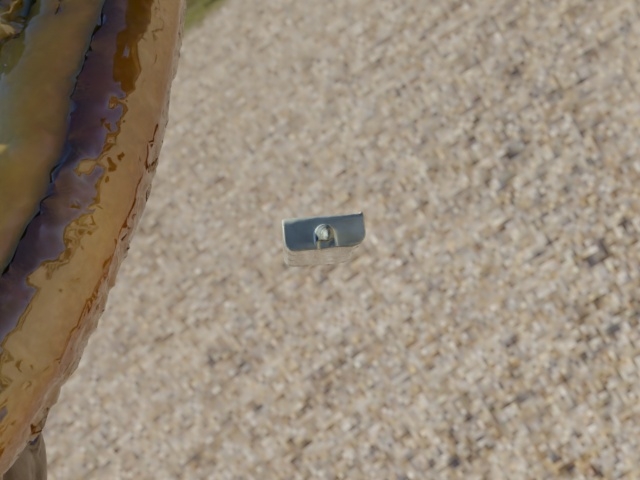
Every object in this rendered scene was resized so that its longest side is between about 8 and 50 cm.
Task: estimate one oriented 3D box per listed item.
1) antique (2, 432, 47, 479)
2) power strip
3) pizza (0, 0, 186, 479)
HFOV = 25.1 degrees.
[{"bbox_3d":[-0.164,0.148,0.637,0.121,0.257,0.143,-32,45,-30],"label":"antique"},{"bbox_3d":[0.000,0.000,1.130,0.060,0.027,0.252,-5,-4,-2],"label":"power strip"},{"bbox_3d":[-0.163,-0.043,0.478,0.288,0.074,0.251,38,78,28],"label":"pizza"}]
